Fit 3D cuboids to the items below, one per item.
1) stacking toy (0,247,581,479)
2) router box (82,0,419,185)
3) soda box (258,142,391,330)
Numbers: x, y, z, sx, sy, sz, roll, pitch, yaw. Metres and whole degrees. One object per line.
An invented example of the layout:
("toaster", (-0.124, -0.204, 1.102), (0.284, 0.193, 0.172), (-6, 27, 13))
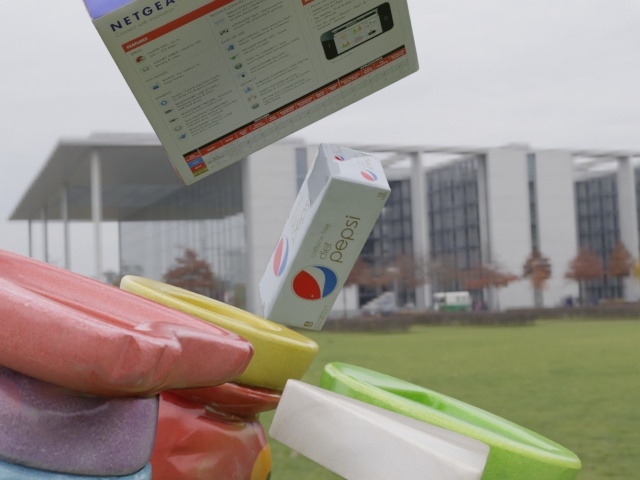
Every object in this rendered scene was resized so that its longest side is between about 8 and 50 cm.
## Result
("stacking toy", (-0.044, 0.109, 0.452), (0.279, 0.130, 0.309), (20, -1, 23))
("router box", (-0.065, -0.245, 1.129), (0.335, 0.082, 0.301), (-26, -33, -4))
("soda box", (0.000, 0.000, 1.116), (0.074, 0.216, 0.069), (11, 35, -20))
